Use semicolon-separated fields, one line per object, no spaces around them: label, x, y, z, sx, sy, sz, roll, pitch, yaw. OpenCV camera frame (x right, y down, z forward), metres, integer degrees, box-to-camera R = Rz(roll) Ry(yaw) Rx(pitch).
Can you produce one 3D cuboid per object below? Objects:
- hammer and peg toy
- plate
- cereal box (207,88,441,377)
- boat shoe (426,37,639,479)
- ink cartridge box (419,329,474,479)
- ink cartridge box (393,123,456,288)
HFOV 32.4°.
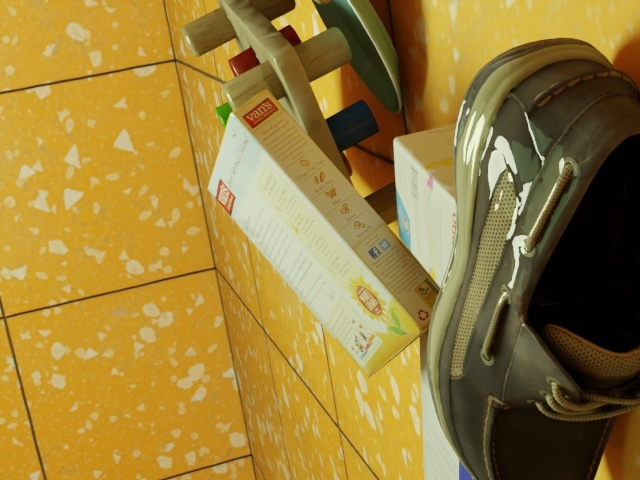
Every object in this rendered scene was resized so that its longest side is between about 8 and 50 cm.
hammer and peg toy;-0.045;-0.163;1.103;0.361;0.127;0.266;65;175;-34
plate;0.033;-0.206;1.055;0.188;0.024;0.188;57;178;3
cereal box;0.000;0.000;0.967;0.240;0.047;0.173;50;158;6
boat shoe;0.148;0.055;0.702;0.130;0.132;0.355;-123;23;-56
ink cartridge box;0.147;0.202;0.995;0.165;0.065;0.333;-124;26;-55
ink cartridge box;0.123;-0.017;0.818;0.143;0.089;0.092;-124;24;-54
